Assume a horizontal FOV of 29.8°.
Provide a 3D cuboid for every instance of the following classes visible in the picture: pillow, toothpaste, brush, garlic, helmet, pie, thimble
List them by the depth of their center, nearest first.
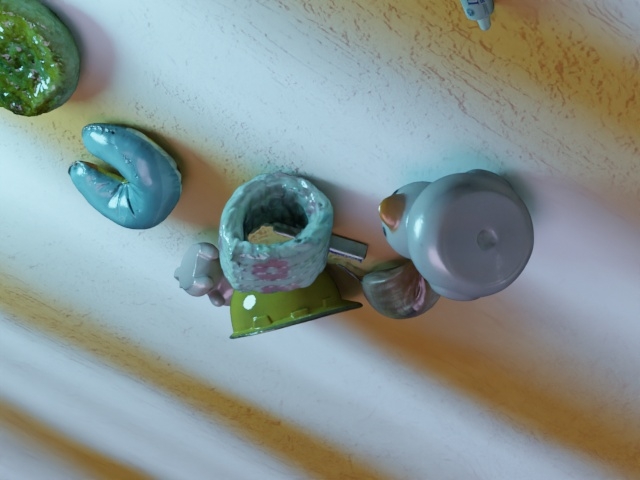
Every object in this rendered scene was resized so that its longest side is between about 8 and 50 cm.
[{"bbox_3d":[0.190,-0.370,1.596,0.064,0.041,0.218,-9,133,21],"label":"toothpaste"},{"bbox_3d":[-0.530,-0.322,2.017,0.277,0.078,0.277,13,142,11],"label":"pie"},{"bbox_3d":[-0.084,-0.005,2.077,0.185,0.211,0.149,41,153,21],"label":"thimble"},{"bbox_3d":[-0.355,-0.116,2.188,0.214,0.086,0.233,30,143,-1],"label":"pillow"},{"bbox_3d":[0.000,0.000,2.188,0.178,0.033,0.030,17,159,8],"label":"brush"},{"bbox_3d":[0.134,0.080,2.190,0.198,0.090,0.128,-7,120,45],"label":"garlic"},{"bbox_3d":[-0.063,0.091,2.242,0.205,0.257,0.140,164,90,-75],"label":"helmet"}]

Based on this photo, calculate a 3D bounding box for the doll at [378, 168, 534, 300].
[{"bbox_3d":[0.210,-0.016,1.942,0.251,0.221,0.221,15,148,-21],"label":"doll"}]

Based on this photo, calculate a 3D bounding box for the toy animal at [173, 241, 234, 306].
[{"bbox_3d":[-0.172,0.077,2.331,0.212,0.124,0.124,22,151,-38],"label":"toy animal"}]
